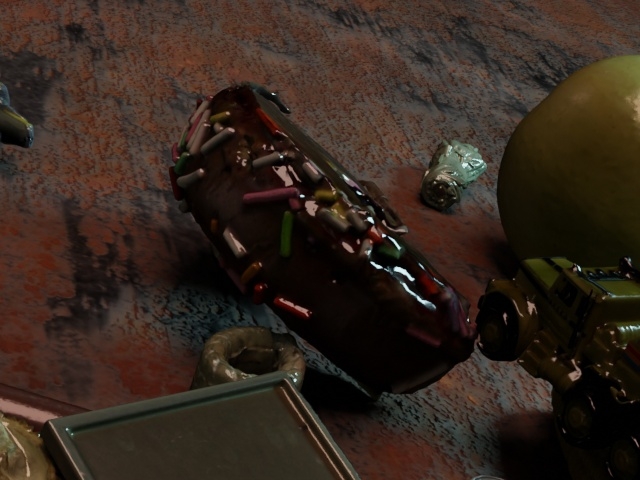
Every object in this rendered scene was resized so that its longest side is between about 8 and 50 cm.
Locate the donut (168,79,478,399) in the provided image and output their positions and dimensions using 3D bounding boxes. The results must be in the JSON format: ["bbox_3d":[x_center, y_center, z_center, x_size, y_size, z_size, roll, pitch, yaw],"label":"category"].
[{"bbox_3d":[-0.017,-0.013,1.329,0.259,0.136,0.345,37,9,-37],"label":"donut"}]

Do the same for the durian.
[{"bbox_3d":[-0.226,0.162,0.977,0.110,0.071,0.140,10,39,-9],"label":"durian"}]

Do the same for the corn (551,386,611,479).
[{"bbox_3d":[0.252,0.187,1.240,0.097,0.097,0.320,14,23,-10],"label":"corn"}]

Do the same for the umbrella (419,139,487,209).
[{"bbox_3d":[0.158,-0.084,1.790,0.067,0.062,0.143,4,24,21],"label":"umbrella"}]

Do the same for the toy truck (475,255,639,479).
[{"bbox_3d":[0.238,0.089,1.183,0.127,0.127,0.257,-1,25,-31],"label":"toy truck"}]

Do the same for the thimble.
[{"bbox_3d":[-0.056,0.114,1.211,0.084,0.062,0.110,32,28,25],"label":"thimble"}]

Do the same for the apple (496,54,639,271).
[{"bbox_3d":[0.343,-0.053,1.628,0.292,0.292,0.254,-2,36,-39],"label":"apple"}]

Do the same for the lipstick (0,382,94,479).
[{"bbox_3d":[-0.095,0.171,1.071,0.357,0.057,0.057,18,24,-2],"label":"lipstick"}]

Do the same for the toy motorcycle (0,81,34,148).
[{"bbox_3d":[-0.361,-0.133,1.518,0.193,0.061,0.124,27,31,37],"label":"toy motorcycle"}]

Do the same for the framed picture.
[{"bbox_3d":[-0.030,0.213,0.975,0.213,0.016,0.289,-9,51,-42],"label":"framed picture"}]

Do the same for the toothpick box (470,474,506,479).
[{"bbox_3d":[0.116,0.219,1.086,0.052,0.083,0.052,15,24,-7],"label":"toothpick box"}]
